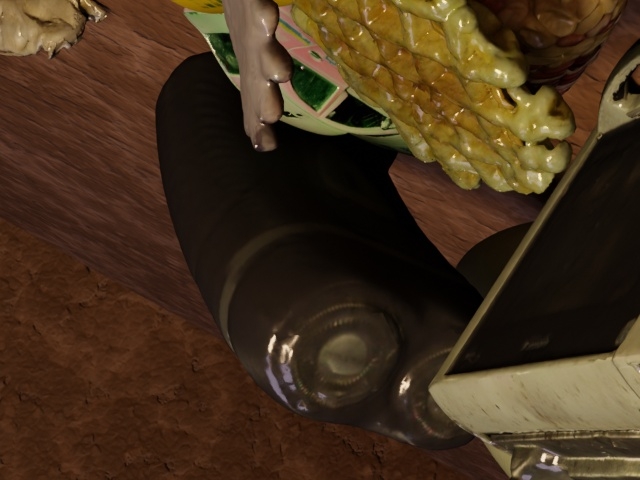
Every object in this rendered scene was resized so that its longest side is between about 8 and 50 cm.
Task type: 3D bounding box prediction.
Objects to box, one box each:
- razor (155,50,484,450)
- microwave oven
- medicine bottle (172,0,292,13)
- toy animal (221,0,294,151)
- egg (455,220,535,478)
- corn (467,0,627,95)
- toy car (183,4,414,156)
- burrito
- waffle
[{"bbox_3d":[-0.001,0.002,1.240,0.204,0.113,0.349,21,-157,-28],"label":"razor"},{"bbox_3d":[0.268,0.068,0.950,0.333,0.247,0.394,29,169,-7],"label":"microwave oven"},{"bbox_3d":[-0.021,-0.169,1.000,0.095,0.064,0.260,53,157,-23],"label":"medicine bottle"},{"bbox_3d":[-0.053,-0.226,0.674,0.302,0.225,0.284,32,157,45],"label":"toy animal"},{"bbox_3d":[0.209,0.095,1.297,0.295,0.218,0.218,33,175,34],"label":"egg"},{"bbox_3d":[0.090,-0.109,0.944,0.098,0.098,0.290,27,169,0],"label":"corn"},{"bbox_3d":[0.007,-0.106,1.205,0.224,0.076,0.090,34,165,-34],"label":"toy car"},{"bbox_3d":[-0.265,-0.186,1.518,0.058,0.063,0.229,-2,-168,-45],"label":"burrito"},{"bbox_3d":[0.044,-0.085,0.847,0.169,0.036,0.183,46,170,-1],"label":"waffle"}]
